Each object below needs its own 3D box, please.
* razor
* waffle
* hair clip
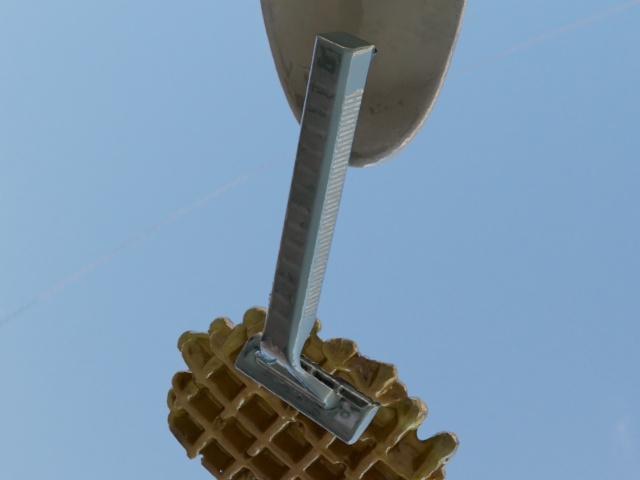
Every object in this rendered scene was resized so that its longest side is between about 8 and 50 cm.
[{"bbox_3d":[-0.007,0.003,0.672,0.111,0.278,0.056,29,-139,30],"label":"razor"},{"bbox_3d":[-0.017,0.197,1.017,0.309,0.283,0.065,3,-154,29],"label":"waffle"},{"bbox_3d":[0.029,-0.201,0.764,0.172,0.113,0.282,2,-75,1],"label":"hair clip"}]
